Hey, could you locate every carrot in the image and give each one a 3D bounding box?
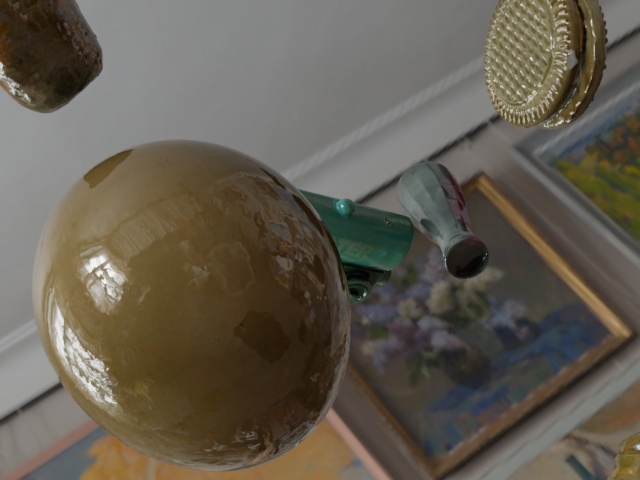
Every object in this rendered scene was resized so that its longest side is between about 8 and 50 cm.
[{"bbox_3d":[-0.373,-0.275,1.221,0.139,0.302,0.139,-44,15,15],"label":"carrot"}]

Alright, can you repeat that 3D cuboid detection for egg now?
[{"bbox_3d":[-0.119,0.069,1.097,0.301,0.301,0.374,-37,-40,-8],"label":"egg"}]

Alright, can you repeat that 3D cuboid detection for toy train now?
[{"bbox_3d":[0.000,0.000,1.409,0.248,0.101,0.159,11,-43,-27],"label":"toy train"}]

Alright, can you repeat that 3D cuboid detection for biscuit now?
[{"bbox_3d":[0.348,-0.294,1.726,0.079,0.259,0.259,1,-46,-24],"label":"biscuit"}]

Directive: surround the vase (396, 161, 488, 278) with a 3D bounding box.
[{"bbox_3d":[0.162,-0.025,1.431,0.086,0.214,0.086,-4,-63,-8],"label":"vase"}]

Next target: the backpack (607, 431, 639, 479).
[{"bbox_3d":[0.365,0.270,0.782,0.353,0.378,0.201,39,-122,-47],"label":"backpack"}]
